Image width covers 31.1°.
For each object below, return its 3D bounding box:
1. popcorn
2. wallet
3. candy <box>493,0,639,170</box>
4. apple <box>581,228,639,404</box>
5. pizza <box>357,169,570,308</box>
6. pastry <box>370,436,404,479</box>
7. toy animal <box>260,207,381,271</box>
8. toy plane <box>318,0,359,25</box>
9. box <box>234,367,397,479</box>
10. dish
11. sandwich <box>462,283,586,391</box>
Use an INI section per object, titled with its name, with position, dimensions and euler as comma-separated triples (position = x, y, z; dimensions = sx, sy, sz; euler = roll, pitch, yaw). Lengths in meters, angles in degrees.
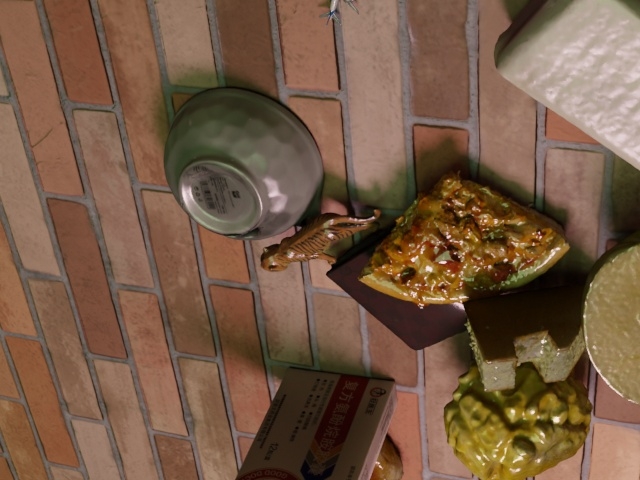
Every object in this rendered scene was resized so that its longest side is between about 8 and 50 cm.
[popcorn]
position = 0.318, 0.278, 1.886
dimensions = 0.225, 0.249, 0.249
euler = 57, 136, 21
[wallet]
position = 0.144, 0.083, 1.917
dimensions = 0.229, 0.049, 0.182
euler = 44, 130, -17
[candy]
position = 0.425, -0.213, 1.490
dimensions = 0.359, 0.145, 0.208
euler = 34, 132, -7
[apple]
position = 0.535, 0.091, 1.633
dimensions = 0.295, 0.233, 0.257
euler = -14, 101, 44
[pizza]
position = 0.209, 0.002, 1.764
dimensions = 0.336, 0.086, 0.226
euler = -8, 123, 16
[pastry]
position = 0.060, 0.421, 2.196
dimensions = 0.182, 0.093, 0.192
euler = -12, 121, 28
[toy animal]
position = 0.000, 0.000, 1.870
dimensions = 0.241, 0.099, 0.056
euler = -31, 67, 40
[toy plane]
position = 0.021, -0.346, 1.635
dimensions = 0.078, 0.024, 0.084
euler = 21, 126, 7
[box]
position = -0.013, 0.373, 2.010
dimensions = 0.214, 0.353, 0.069
euler = 5, 131, 19
[dish]
position = -0.139, -0.095, 1.844
dimensions = 0.303, 0.120, 0.303
euler = 12, 130, 15
[sandwich]
position = 0.345, 0.144, 1.771
dimensions = 0.236, 0.128, 0.122
euler = -11, 143, -3
